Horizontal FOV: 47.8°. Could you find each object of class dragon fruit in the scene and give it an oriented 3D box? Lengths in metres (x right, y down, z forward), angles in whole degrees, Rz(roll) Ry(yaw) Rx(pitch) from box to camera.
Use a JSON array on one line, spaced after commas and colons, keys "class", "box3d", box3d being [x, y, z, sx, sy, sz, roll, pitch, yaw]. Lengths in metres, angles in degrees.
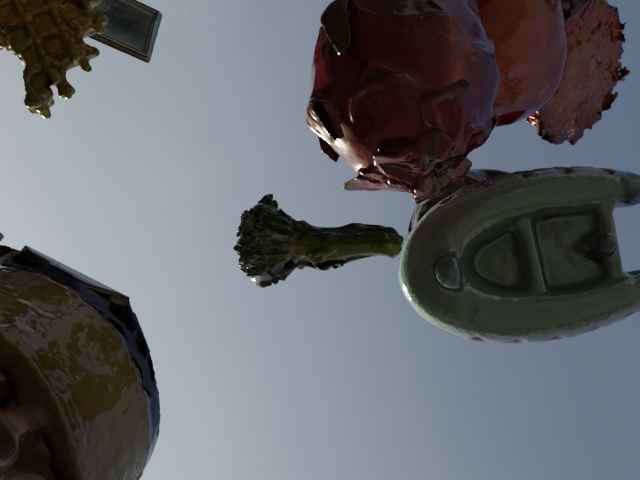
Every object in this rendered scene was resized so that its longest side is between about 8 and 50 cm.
[{"class": "dragon fruit", "box3d": [0.051, -0.110, 0.476, 0.136, 0.133, 0.166, -18, -125, 55]}]

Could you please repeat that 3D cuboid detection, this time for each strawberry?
[{"class": "strawberry", "box3d": [0.324, -0.265, 1.070, 0.178, 0.233, 0.234, 26, -75, 45]}]

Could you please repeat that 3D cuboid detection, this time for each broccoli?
[{"class": "broccoli", "box3d": [-0.001, -0.001, 1.307, 0.304, 0.146, 0.165, 2, -134, 9]}]

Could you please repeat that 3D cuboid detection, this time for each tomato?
[{"class": "tomato", "box3d": [0.171, -0.246, 0.893, 0.259, 0.260, 0.180, 18, -115, 34]}]

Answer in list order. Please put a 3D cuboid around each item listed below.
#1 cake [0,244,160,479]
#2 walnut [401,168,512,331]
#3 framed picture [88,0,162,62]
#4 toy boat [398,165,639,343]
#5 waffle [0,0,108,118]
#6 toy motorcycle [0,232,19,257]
[{"class": "cake", "box3d": [-0.209, 0.111, 0.394, 0.185, 0.178, 0.208, -6, -89, 16]}, {"class": "walnut", "box3d": [0.261, 0.020, 1.126, 0.276, 0.282, 0.253, 4, -125, 13]}, {"class": "framed picture", "box3d": [-0.453, -0.465, 1.439, 0.017, 0.274, 0.217, -53, -152, 36]}, {"class": "toy boat", "box3d": [0.163, 0.012, 0.553, 0.207, 0.079, 0.134, -8, -92, 5]}, {"class": "waffle", "box3d": [-0.465, -0.335, 1.078, 0.292, 0.069, 0.260, 19, -107, 3]}, {"class": "toy motorcycle", "box3d": [-0.635, 0.065, 1.430, 0.307, 0.173, 0.108, 2, -125, 37]}]
